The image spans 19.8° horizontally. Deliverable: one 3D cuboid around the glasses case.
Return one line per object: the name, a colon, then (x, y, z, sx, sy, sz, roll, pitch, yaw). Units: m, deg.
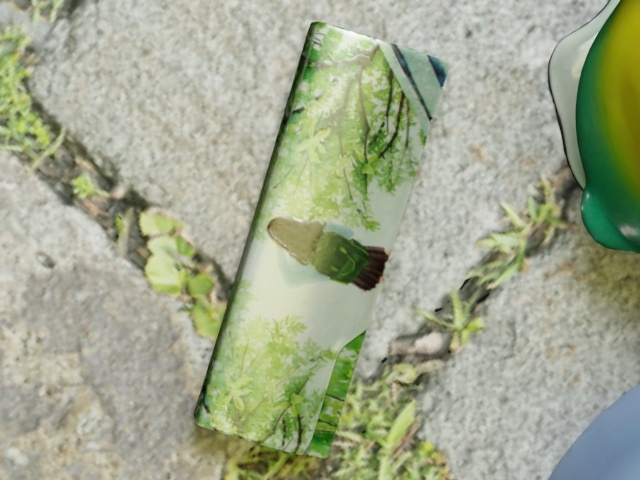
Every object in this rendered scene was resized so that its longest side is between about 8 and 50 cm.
glasses case: (0.000, 0.000, 1.198, 0.095, 0.062, 0.272, 16, 93, -5)

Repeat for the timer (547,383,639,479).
timer: (0.288, 0.231, 1.154, 0.395, 0.173, 0.395, -1, 120, -1)

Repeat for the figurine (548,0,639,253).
figurine: (0.259, -0.072, 1.074, 0.231, 0.340, 0.323, -39, 95, -1)
